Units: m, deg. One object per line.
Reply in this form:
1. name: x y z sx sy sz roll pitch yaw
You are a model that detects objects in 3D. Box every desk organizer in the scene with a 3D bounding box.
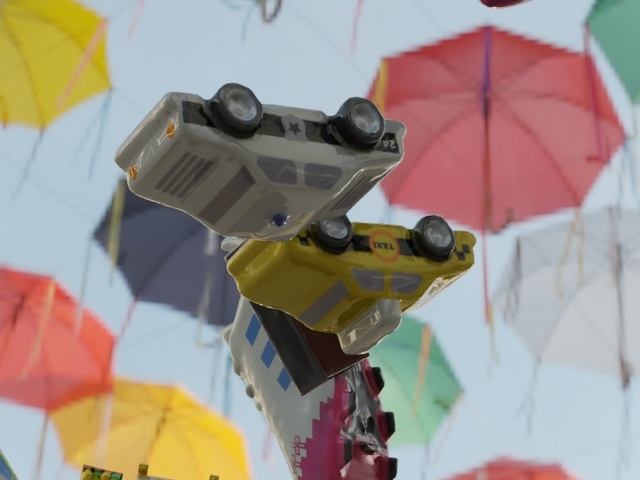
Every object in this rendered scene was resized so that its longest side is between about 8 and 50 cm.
1. desk organizer: -0.019 0.053 1.454 0.050 0.130 0.047 -25 -8 -35

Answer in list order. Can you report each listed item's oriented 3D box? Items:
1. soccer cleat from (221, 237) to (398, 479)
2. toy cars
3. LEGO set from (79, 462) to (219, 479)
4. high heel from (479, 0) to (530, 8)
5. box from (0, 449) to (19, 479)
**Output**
1. soccer cleat: -0.018 0.132 1.688 0.143 0.331 0.116 -12 -13 28
2. toy cars: 0.000 0.000 1.270 0.176 0.087 0.393 -19 -26 11
3. LEGO set: -0.142 0.334 2.004 0.132 0.107 0.287 -44 -82 8
4. high heel: 0.198 -0.198 1.288 0.082 0.244 0.117 12 -47 37
5. box: -0.246 0.152 1.104 0.109 0.178 0.042 -28 -31 -19
